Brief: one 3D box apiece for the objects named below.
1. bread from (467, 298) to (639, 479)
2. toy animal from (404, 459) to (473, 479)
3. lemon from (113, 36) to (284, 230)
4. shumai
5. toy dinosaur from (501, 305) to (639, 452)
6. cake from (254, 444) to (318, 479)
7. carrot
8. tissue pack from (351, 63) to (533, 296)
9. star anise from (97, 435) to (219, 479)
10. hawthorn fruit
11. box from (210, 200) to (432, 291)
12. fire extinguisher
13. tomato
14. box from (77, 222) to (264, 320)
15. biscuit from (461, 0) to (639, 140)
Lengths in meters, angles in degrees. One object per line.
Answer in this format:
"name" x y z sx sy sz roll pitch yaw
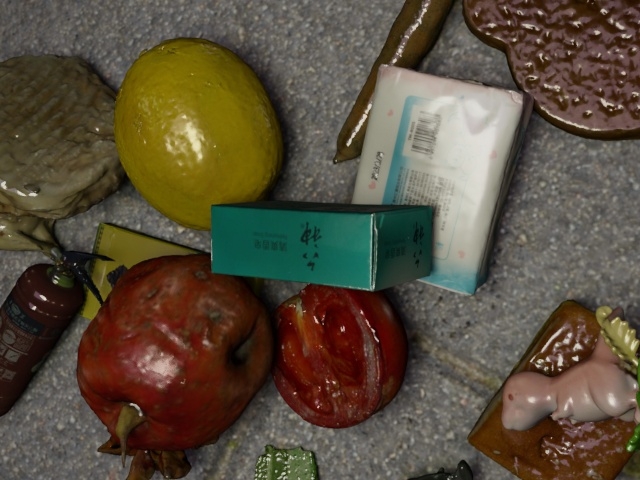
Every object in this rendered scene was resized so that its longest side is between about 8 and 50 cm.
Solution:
"bread" 0.331 0.215 1.026 0.184 0.110 0.234 33 97 12
"toy animal" 0.163 0.415 1.064 0.146 0.114 0.245 2 90 14
"lemon" -0.171 -0.149 1.100 0.236 0.236 0.263 -39 64 11
"shumai" -0.430 -0.112 1.209 0.266 0.262 0.314 15 50 -11
"toy dinosaur" 0.326 0.170 0.932 0.177 0.152 0.194 29 102 38
"cake" -0.052 0.422 1.129 0.100 0.099 0.236 -3 88 12
"carrot" 0.109 -0.255 1.114 0.070 0.070 0.342 32 103 13
"tissue pack" 0.153 -0.084 1.050 0.201 0.124 0.271 15 104 16
"star anise" -0.230 0.279 1.170 0.212 0.111 0.196 0 68 44
"hawthorn fruit" -0.196 0.146 1.051 0.261 0.258 0.258 -26 82 -24
"box" 0.000 0.000 0.983 0.244 0.153 0.092 4 97 35
"fire extinguisher" -0.431 0.133 1.201 0.138 0.102 0.344 44 108 17
"tomato" 0.041 0.147 1.088 0.233 0.139 0.201 -32 75 48
"box" -0.232 0.081 1.207 0.278 0.041 0.153 16 95 14
"biscuit" 0.366 -0.328 1.045 0.350 0.070 0.395 -2 89 18
